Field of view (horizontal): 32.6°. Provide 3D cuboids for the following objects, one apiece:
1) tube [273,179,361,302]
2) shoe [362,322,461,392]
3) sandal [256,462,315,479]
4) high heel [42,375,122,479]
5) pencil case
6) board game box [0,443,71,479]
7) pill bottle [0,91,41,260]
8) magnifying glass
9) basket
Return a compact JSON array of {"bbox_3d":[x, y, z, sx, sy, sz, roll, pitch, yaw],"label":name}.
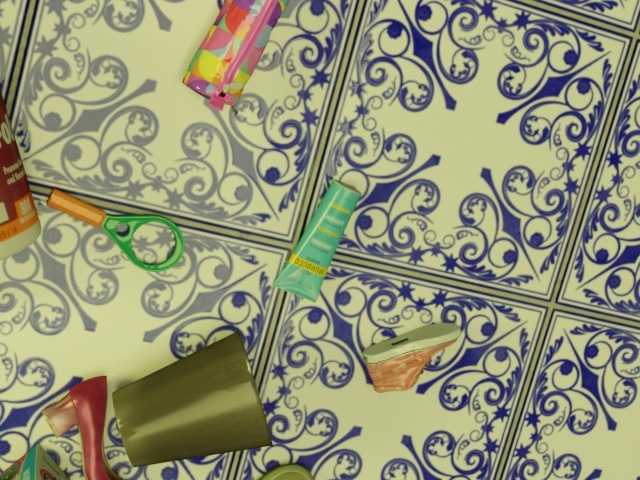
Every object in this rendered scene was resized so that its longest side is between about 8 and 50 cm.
[{"bbox_3d":[0.000,0.000,1.833,0.080,0.052,0.207,24,102,-9],"label":"tube"},{"bbox_3d":[0.166,0.206,1.914,0.178,0.063,0.081,-17,108,-5],"label":"shoe"},{"bbox_3d":[-0.131,0.506,1.887,0.303,0.086,0.120,-45,109,-2],"label":"sandal"},{"bbox_3d":[-0.347,0.343,1.804,0.117,0.082,0.244,-31,101,-9],"label":"high heel"},{"bbox_3d":[-0.123,-0.316,1.699,0.104,0.104,0.236,25,94,-19],"label":"pencil case"},{"bbox_3d":[-0.533,0.480,1.704,0.303,0.224,0.097,-37,106,-5],"label":"board game box"},{"bbox_3d":[-0.556,-0.161,1.553,0.224,0.224,0.392,-16,106,-11],"label":"pill bottle"},{"bbox_3d":[-0.326,-0.022,1.752,0.231,0.026,0.092,25,95,-20],"label":"magnifying glass"},{"bbox_3d":[-0.213,0.273,1.784,0.226,0.154,0.204,-16,105,-7],"label":"basket"}]
